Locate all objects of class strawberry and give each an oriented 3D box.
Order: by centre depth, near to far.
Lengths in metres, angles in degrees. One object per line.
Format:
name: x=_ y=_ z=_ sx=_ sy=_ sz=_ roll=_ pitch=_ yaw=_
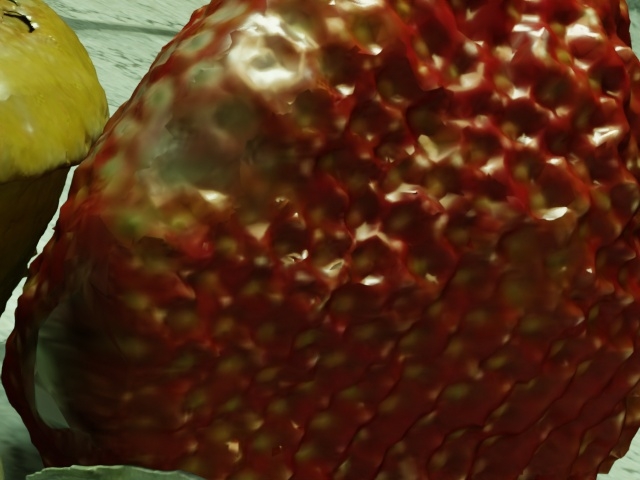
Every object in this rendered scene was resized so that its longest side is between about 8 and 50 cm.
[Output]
strawberry: x=0.000 y=0.000 z=0.851 sx=0.267 sy=0.312 sz=0.351 roll=12 pitch=23 yaw=37

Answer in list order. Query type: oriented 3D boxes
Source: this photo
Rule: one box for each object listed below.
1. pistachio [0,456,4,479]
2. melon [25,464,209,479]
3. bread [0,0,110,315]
pistachio: x=-0.189 y=0.047 z=0.636 sx=0.138 sy=0.153 sz=0.238 roll=-16 pitch=70 yaw=-40
melon: x=-0.051 y=0.148 z=0.673 sx=0.139 sy=0.093 sz=0.202 roll=40 pitch=-27 yaw=-28
bread: x=-0.283 y=-0.061 z=0.881 sx=0.337 sy=0.204 sz=0.358 roll=14 pitch=19 yaw=-27
